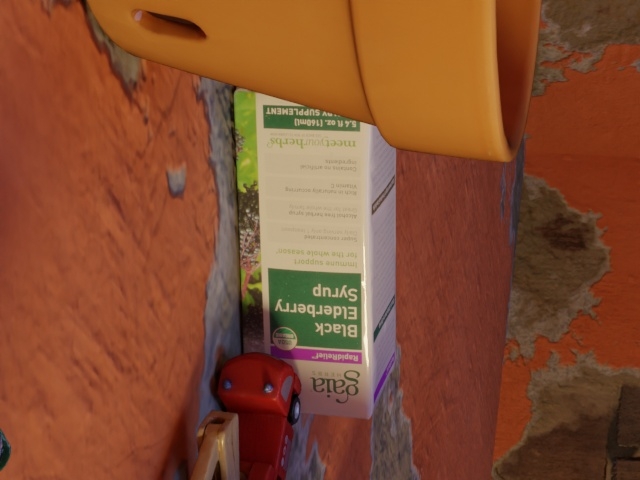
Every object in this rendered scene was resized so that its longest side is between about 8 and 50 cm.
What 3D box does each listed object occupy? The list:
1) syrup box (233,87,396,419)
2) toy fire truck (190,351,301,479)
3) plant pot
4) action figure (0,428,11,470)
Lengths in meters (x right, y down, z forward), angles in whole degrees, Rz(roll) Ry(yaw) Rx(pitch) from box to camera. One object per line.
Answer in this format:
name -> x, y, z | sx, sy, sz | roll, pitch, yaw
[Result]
syrup box -> 0.000, 0.000, 0.883 | 0.096, 0.093, 0.236 | -52, 143, -67
toy fire truck -> -0.059, 0.149, 0.777 | 0.135, 0.047, 0.192 | 69, 28, -61
plant pot -> 0.003, -0.189, 0.617 | 0.291, 0.204, 0.290 | 4, 90, -76
action figure -> -0.143, 0.015, 0.383 | 0.232, 0.064, 0.137 | 81, 15, -53
